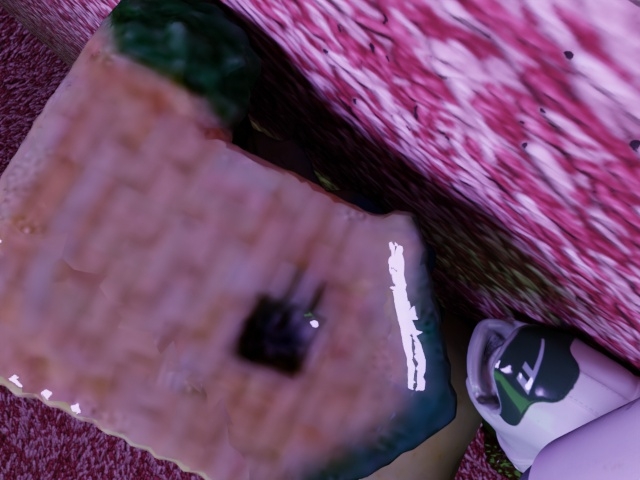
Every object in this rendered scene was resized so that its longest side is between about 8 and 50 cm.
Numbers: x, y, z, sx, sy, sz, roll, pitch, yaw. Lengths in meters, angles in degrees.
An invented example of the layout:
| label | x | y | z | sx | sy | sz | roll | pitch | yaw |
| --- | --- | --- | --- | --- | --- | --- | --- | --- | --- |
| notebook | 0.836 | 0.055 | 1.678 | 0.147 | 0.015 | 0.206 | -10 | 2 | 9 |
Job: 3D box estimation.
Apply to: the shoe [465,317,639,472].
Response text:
| label | x | y | z | sx | sy | sz | roll | pitch | yaw |
| --- | --- | --- | --- | --- | --- | --- | --- | --- | --- |
| shoe | 0.212 | 0.159 | 0.634 | 0.160 | 0.131 | 0.363 | 36 | 172 | 11 |

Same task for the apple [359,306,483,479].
| label | x | y | z | sx | sy | sz | roll | pitch | yaw |
| --- | --- | --- | --- | --- | --- | --- | --- | --- | --- |
| apple | 0.054 | 0.225 | 0.827 | 0.357 | 0.357 | 0.357 | 38 | 176 | 3 |

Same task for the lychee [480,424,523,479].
| label | x | y | z | sx | sy | sz | roll | pitch | yaw |
| --- | --- | --- | --- | --- | --- | --- | --- | --- | --- |
| lychee | 0.408 | 0.376 | 1.150 | 0.188 | 0.188 | 0.188 | 38 | 176 | 3 |

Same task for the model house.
| label | x | y | z | sx | sy | sz | roll | pitch | yaw |
| --- | --- | --- | --- | --- | --- | --- | --- | --- | --- |
| model house | -0.047 | 0.043 | 0.516 | 0.343 | 0.334 | 0.382 | 28 | 172 | -4 |

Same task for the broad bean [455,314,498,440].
| label | x | y | z | sx | sy | sz | roll | pitch | yaw |
| --- | --- | --- | --- | --- | --- | --- | --- | --- | --- |
| broad bean | 0.271 | 0.214 | 0.976 | 0.263 | 0.121 | 0.189 | 51 | 174 | 3 |

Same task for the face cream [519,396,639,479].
| label | x | y | z | sx | sy | sz | roll | pitch | yaw |
| --- | --- | --- | --- | --- | --- | --- | --- | --- | --- |
| face cream | 0.189 | 0.155 | 0.368 | 0.092 | 0.092 | 0.311 | 37 | 156 | 17 |
